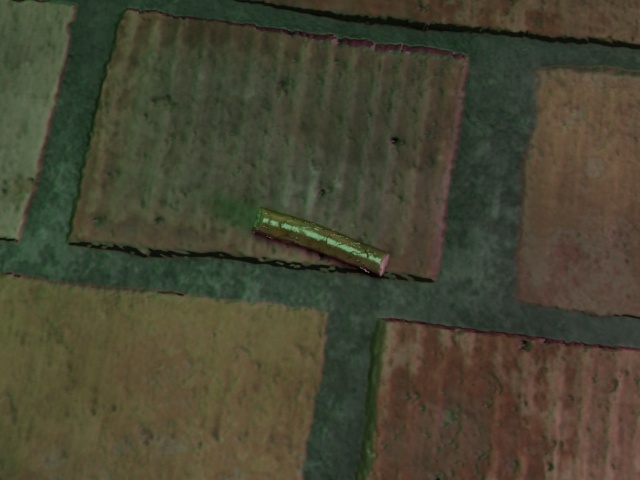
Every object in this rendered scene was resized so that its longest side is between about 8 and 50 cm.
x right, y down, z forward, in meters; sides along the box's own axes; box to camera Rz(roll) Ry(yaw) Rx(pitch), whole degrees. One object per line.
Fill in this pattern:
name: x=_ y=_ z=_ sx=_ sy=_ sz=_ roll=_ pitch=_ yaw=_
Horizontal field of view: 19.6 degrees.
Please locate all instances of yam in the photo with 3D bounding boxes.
yam: x=0.000 y=0.000 z=1.903 sx=0.145 sy=0.032 sz=0.032 roll=20 pitch=64 yaw=9
